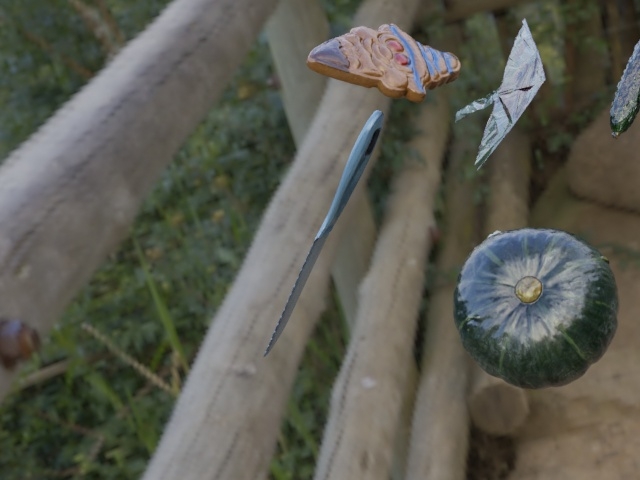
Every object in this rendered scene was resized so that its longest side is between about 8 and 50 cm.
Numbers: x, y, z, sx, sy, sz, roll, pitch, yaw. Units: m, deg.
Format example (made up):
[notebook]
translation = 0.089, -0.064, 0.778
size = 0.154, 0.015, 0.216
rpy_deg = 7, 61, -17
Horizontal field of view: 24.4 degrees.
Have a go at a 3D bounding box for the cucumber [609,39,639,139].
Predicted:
[cucumber]
translation = 0.577, -0.313, 2.618
size = 0.067, 0.067, 0.293
rpy_deg = 20, 79, 57

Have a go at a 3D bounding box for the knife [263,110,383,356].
[knife]
translation = 0.000, 0.000, 1.537
size = 0.019, 0.313, 0.044
rpy_deg = 30, 30, 10

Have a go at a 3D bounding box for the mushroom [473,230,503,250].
[mushroom]
translation = 0.252, 0.056, 2.081
size = 0.096, 0.099, 0.278
rpy_deg = 6, -18, 4

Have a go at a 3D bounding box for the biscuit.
[biscuit]
translation = 0.103, -0.285, 2.326
size = 0.280, 0.043, 0.183
rpy_deg = 1, 42, -30

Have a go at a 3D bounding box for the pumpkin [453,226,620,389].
[pumpkin]
translation = 0.270, 0.083, 1.854
size = 0.211, 0.211, 0.152
rpy_deg = -17, -20, 2

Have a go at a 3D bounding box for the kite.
[kite]
translation = 0.246, -0.200, 2.033
size = 0.250, 0.012, 0.229
rpy_deg = -12, 56, 66
